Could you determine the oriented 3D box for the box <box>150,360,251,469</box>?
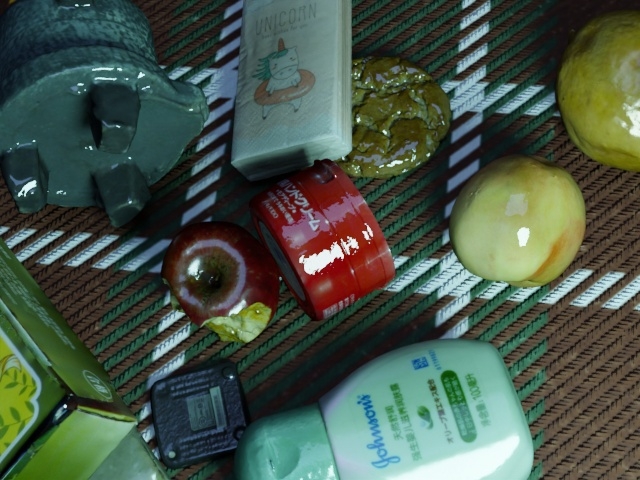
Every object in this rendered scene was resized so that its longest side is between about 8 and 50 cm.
[{"bbox_3d":[-0.157,0.227,1.415,0.125,0.027,0.126,-15,62,-2],"label":"box"}]

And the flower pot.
[{"bbox_3d":[-0.308,-0.184,1.503,0.299,0.299,0.283,-15,55,-2],"label":"flower pot"}]

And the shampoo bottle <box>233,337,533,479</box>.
[{"bbox_3d":[0.067,0.248,1.313,0.349,0.151,0.222,-15,64,-2],"label":"shampoo bottle"}]

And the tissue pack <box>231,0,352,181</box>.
[{"bbox_3d":[-0.039,-0.249,1.599,0.170,0.071,0.325,-13,55,21],"label":"tissue pack"}]

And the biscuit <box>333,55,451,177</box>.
[{"bbox_3d":[0.079,-0.187,1.602,0.226,0.042,0.226,-3,62,5],"label":"biscuit"}]

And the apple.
[{"bbox_3d":[-0.126,0.053,1.430,0.156,0.158,0.147,10,78,10],"label":"apple"}]

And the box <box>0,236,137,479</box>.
[{"bbox_3d":[-0.471,0.204,1.301,0.373,0.138,0.420,-49,59,5],"label":"box"}]

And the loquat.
[{"bbox_3d":[0.436,-0.205,1.492,0.238,0.193,0.238,-5,66,10],"label":"loquat"}]

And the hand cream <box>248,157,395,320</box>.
[{"bbox_3d":[0.000,0.000,1.428,0.125,0.193,0.193,-31,64,-11],"label":"hand cream"}]

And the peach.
[{"bbox_3d":[0.259,-0.027,1.420,0.184,0.184,0.184,-2,62,4],"label":"peach"}]

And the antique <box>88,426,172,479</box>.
[{"bbox_3d":[-0.291,0.249,1.362,0.150,0.125,0.284,-26,63,-10],"label":"antique"}]
